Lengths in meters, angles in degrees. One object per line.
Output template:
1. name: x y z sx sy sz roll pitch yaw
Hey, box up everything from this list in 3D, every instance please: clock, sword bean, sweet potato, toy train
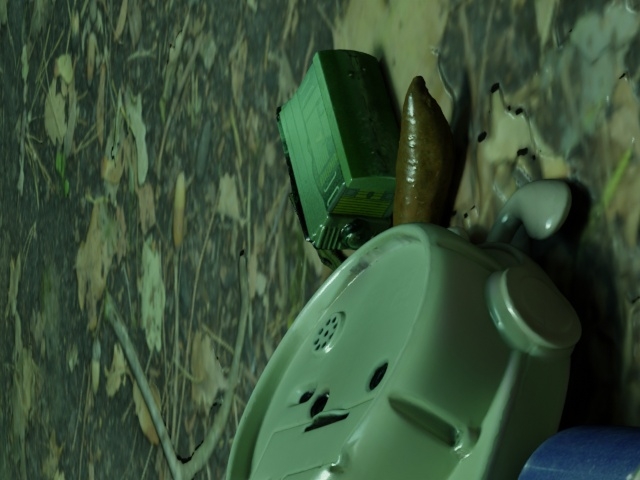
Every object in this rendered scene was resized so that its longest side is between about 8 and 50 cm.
1. clock: 0.024 0.060 0.576 0.151 0.062 0.191 -30 31 57
2. sword bean: 0.000 0.000 0.790 0.083 0.012 0.012 -120 38 -52
3. sweet potato: 0.041 -0.012 0.668 0.026 0.026 0.115 -136 46 -62
4. toy train: 0.010 -0.042 0.731 0.056 0.038 0.093 120 145 -46

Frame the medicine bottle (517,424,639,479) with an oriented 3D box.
1. medicine bottle: 0.126 0.078 0.398 0.231 0.059 0.059 170 101 -69
